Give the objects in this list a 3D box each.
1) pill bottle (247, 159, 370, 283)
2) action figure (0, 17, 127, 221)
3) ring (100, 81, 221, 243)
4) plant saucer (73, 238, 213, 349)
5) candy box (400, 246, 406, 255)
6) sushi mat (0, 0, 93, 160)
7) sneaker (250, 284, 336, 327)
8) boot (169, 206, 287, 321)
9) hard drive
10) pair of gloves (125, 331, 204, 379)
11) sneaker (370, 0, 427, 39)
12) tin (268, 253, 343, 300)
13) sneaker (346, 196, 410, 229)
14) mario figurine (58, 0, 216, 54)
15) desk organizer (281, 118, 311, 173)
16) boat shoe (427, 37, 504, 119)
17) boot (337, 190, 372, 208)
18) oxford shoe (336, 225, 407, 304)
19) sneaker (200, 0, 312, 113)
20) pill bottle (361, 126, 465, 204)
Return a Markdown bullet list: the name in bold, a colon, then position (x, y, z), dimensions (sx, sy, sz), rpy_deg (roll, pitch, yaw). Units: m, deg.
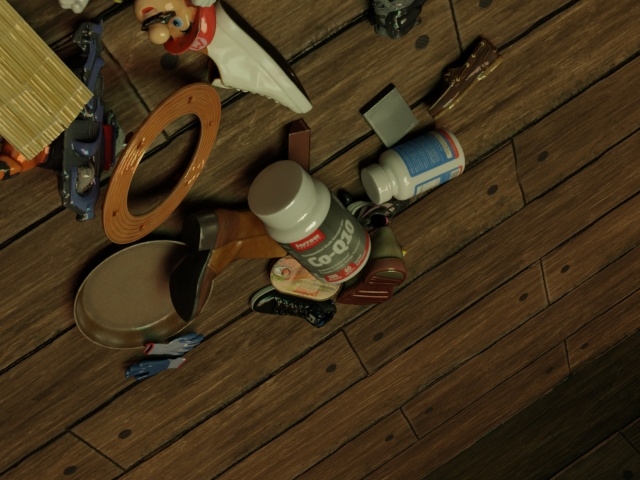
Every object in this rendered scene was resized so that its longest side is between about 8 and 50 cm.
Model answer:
- **pill bottle**: position (-0.022, -0.037, 1.656), dimensions (0.161, 0.161, 0.283), rpy_deg (-41, 136, 5)
- **action figure**: position (-0.472, -0.215, 1.303), dimensions (0.330, 0.179, 0.341), rpy_deg (8, 93, -46)
- **ring**: position (-0.293, -0.143, 1.418), dimensions (0.336, 0.032, 0.336), rpy_deg (-54, 169, -16)
- **plant saucer**: position (-0.387, 0.110, 1.694), dimensions (0.311, 0.050, 0.310), rpy_deg (-18, 136, -19)
- **candy box**: position (0.122, 0.048, 2.001), dimensions (0.206, 0.027, 0.105), rpy_deg (12, 124, -41)
- **sushi mat**: position (-0.498, -0.283, 1.159), dimensions (0.151, 0.019, 0.316), rpy_deg (-52, 121, -22)
- **sneaker**: position (-0.056, 0.166, 1.917), dimensions (0.217, 0.121, 0.079), rpy_deg (-6, 130, -30)
- **boot**: position (-0.190, 0.038, 1.703), dimensions (0.281, 0.096, 0.264), rpy_deg (-11, 116, -46)
- **hard drive**: position (0.155, -0.277, 1.730), dimensions (0.094, 0.022, 0.135), rpy_deg (-41, 139, 4)
- **pair of gloves**: position (-0.375, 0.276, 1.843), dimensions (0.159, 0.023, 0.198), rpy_deg (-1, 146, -45)
- **sneaker**: position (0.109, -0.463, 1.465), dimensions (0.269, 0.101, 0.153), rpy_deg (-9, 129, -31)
- **tin**: position (-0.036, 0.086, 1.883), dimensions (0.190, 0.040, 0.106), rpy_deg (15, 105, -23)
- **sneaker**: position (0.147, -0.062, 1.822), dimensions (0.178, 0.077, 0.072), rpy_deg (-23, 134, -28)
- **mario figurine**: position (-0.291, -0.389, 1.200), dimensions (0.321, 0.198, 0.170), rpy_deg (33, 93, -43)
- **desk organizer**: position (-0.053, -0.190, 1.650), dimensions (0.050, 0.047, 0.130), rpy_deg (-15, 134, -20)
- **boat shoe**: position (0.311, -0.363, 1.732), dimensions (0.207, 0.073, 0.073), rpy_deg (-45, 101, 4)
- **boot**: position (0.095, -0.085, 1.849), dimensions (0.099, 0.045, 0.121), rpy_deg (-23, 139, -16)
- **oxford shoe**: position (0.124, 0.072, 1.900), dimensions (0.123, 0.130, 0.348), rpy_deg (5, 158, -18)
- **sneaker**: position (-0.136, -0.317, 1.448), dimensions (0.123, 0.105, 0.290), rpy_deg (-37, 133, 16)
- **pill bottle**: position (0.211, -0.168, 1.792), dimensions (0.222, 0.124, 0.124), rpy_deg (-24, 137, -14)
